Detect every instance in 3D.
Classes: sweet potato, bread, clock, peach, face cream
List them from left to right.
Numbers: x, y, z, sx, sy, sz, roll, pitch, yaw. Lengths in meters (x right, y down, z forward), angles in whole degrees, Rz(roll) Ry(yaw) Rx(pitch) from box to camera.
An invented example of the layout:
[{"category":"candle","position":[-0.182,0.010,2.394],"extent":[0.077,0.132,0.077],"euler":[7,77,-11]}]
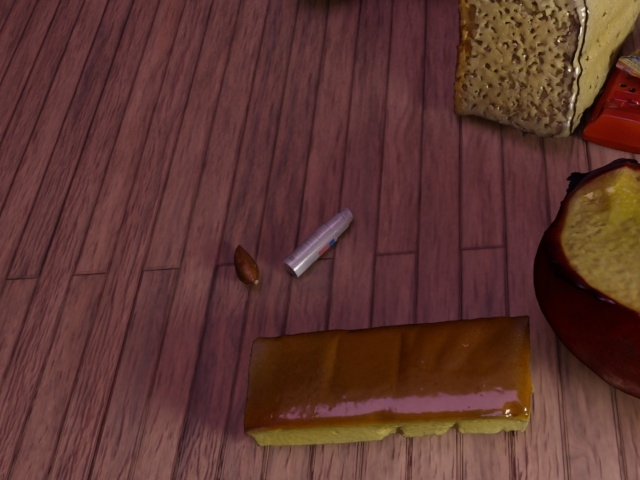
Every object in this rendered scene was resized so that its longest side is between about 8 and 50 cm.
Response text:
[{"category":"sweet potato","position":[-0.112,0.039,1.263],"extent":[0.034,0.034,0.095],"euler":[-26,40,-2]},{"category":"face cream","position":[0.000,0.000,1.253],"extent":[0.130,0.034,0.034],"euler":[-44,54,-16]},{"category":"bread","position":[0.087,0.180,1.065],"extent":[0.361,0.077,0.138],"euler":[-6,52,14]},{"category":"bread","position":[0.365,-0.320,1.324],"extent":[0.248,0.279,0.315],"euler":[23,26,39]},{"category":"clock","position":[0.468,-0.206,1.241],"extent":[0.113,0.061,0.155],"euler":[18,60,26]},{"category":"peach","position":[0.414,0.070,0.955],"extent":[0.257,0.201,0.361],"euler":[-40,41,-24]}]

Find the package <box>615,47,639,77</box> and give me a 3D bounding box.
[{"category":"package","position":[0.507,-0.257,1.220],"extent":[0.120,0.031,0.108],"euler":[-36,63,-24]}]
